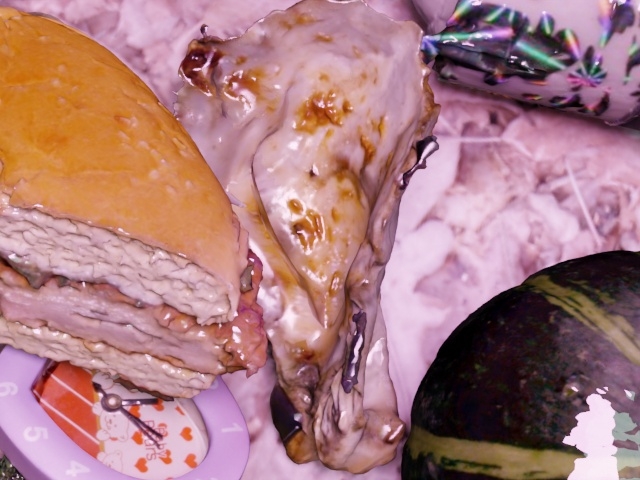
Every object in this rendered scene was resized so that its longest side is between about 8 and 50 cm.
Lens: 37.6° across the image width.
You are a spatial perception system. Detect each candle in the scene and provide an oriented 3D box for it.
[{"bbox_3d":[0.158,-0.197,0.711,0.330,0.187,0.187,13,78,-4],"label":"candle"}]

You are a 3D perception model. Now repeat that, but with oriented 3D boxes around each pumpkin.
[{"bbox_3d":[0.215,0.162,0.621,0.323,0.241,0.323,1,81,-6],"label":"pumpkin"}]

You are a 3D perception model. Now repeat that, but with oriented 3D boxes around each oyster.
[{"bbox_3d":[0.008,-0.001,0.666,0.198,0.133,0.337,-10,84,27],"label":"oyster"}]

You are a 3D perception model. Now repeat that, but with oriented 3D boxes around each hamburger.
[{"bbox_3d":[-0.171,-0.033,0.604,0.282,0.155,0.245,7,53,-13],"label":"hamburger"}]

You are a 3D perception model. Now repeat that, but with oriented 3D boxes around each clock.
[{"bbox_3d":[-0.145,0.112,0.647,0.172,0.064,0.198,-2,52,-22],"label":"clock"}]

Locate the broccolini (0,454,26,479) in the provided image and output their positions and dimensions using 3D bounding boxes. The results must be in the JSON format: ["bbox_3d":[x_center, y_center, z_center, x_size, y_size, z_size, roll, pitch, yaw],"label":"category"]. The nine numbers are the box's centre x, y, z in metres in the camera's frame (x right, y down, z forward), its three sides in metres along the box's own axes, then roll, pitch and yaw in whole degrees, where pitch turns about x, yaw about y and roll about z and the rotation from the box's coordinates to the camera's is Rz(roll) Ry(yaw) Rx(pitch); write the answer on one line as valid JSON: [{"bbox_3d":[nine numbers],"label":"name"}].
[{"bbox_3d":[-0.209,0.246,0.638,0.058,0.074,0.201,10,80,-23],"label":"broccolini"}]

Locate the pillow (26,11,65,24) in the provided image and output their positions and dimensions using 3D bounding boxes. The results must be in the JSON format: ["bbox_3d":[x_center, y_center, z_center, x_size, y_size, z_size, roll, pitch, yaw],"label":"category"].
[{"bbox_3d":[-0.229,-0.066,0.709,0.130,0.033,0.217,-16,82,-13],"label":"pillow"}]
